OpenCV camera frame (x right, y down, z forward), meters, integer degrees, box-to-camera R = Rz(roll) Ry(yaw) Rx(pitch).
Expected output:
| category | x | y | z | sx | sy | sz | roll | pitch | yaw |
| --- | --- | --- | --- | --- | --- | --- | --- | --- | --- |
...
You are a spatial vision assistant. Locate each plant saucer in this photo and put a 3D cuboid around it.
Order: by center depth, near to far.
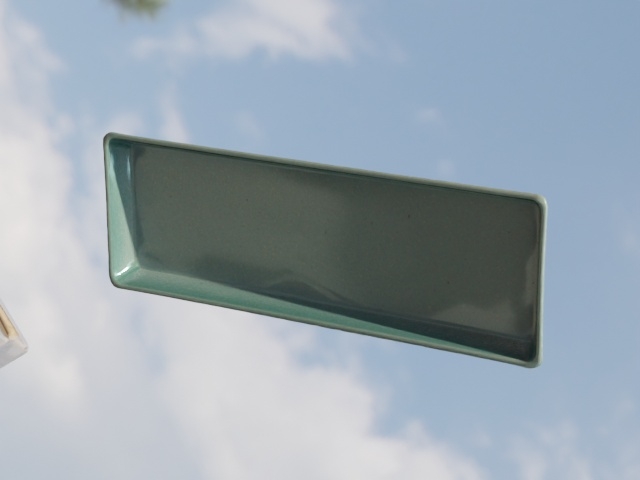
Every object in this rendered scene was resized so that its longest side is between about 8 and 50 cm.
| category | x | y | z | sx | sy | sz | roll | pitch | yaw |
| --- | --- | --- | --- | --- | --- | --- | --- | --- | --- |
| plant saucer | 0.000 | 0.000 | 0.725 | 0.192 | 0.018 | 0.067 | 9 | -70 | 27 |

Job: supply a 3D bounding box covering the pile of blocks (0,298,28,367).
| category | x | y | z | sx | sy | sz | roll | pitch | yaw |
| --- | --- | --- | --- | --- | --- | --- | --- | --- | --- |
| pile of blocks | -0.150 | 0.127 | 0.383 | 0.112 | 0.149 | 0.362 | 110 | -15 | -81 |
